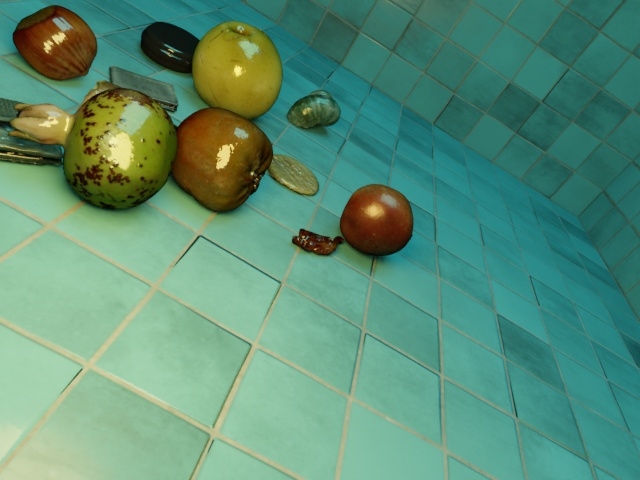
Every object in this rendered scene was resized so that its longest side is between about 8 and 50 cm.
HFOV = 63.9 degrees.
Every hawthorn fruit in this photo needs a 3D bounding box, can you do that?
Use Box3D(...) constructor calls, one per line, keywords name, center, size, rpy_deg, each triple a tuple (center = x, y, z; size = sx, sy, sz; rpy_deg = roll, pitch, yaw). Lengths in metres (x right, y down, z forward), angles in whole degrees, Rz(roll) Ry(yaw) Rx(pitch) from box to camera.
Box3D(name="hawthorn fruit", center=(-0.293, -0.238, 1.411), size=(0.301, 0.268, 0.268), rpy_deg=(36, 29, 7))

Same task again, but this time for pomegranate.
Box3D(name="pomegranate", center=(-0.504, -0.221, 1.153), size=(0.341, 0.285, 0.285), rpy_deg=(19, 33, -28))

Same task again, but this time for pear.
Box3D(name="pear", center=(-0.304, -0.624, 1.900), size=(0.348, 0.348, 0.348), rpy_deg=(25, 31, -16))

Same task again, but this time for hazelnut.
Box3D(name="hazelnut", center=(-0.778, -0.575, 1.508), size=(0.186, 0.210, 0.210), rpy_deg=(22, 22, 27))

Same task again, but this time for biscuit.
Box3D(name="biscuit", center=(-0.096, -0.236, 1.817), size=(0.220, 0.033, 0.220), rpy_deg=(25, 31, -17))

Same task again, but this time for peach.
Box3D(name="peach", center=(0.183, -0.062, 1.631), size=(0.252, 0.252, 0.252), rpy_deg=(25, 31, -16))

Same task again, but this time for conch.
Box3D(name="conch", center=(-0.016, -0.584, 2.287), size=(0.220, 0.195, 0.277), rpy_deg=(10, 54, 14))

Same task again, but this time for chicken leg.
Box3D(name="chicken leg", center=(0.001, 0.004, 1.545), size=(0.219, 0.048, 0.089), rpy_deg=(7, 42, -39))

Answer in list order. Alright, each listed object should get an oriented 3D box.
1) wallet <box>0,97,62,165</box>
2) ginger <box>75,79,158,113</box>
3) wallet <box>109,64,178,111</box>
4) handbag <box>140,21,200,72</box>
Box3D(name="wallet", center=(-0.780, -0.273, 1.155), size=(0.342, 0.075, 0.237), rpy_deg=(4, 38, -41))
Box3D(name="ginger", center=(-0.545, -0.330, 1.421), size=(0.276, 0.130, 0.221), rpy_deg=(44, 41, 14))
Box3D(name="wallet", center=(-0.591, -0.511, 1.723), size=(0.222, 0.036, 0.167), rpy_deg=(12, 36, -33))
Box3D(name="handbag", center=(-0.582, -0.768, 2.054), size=(0.254, 0.093, 0.308), rpy_deg=(29, 30, -13))
